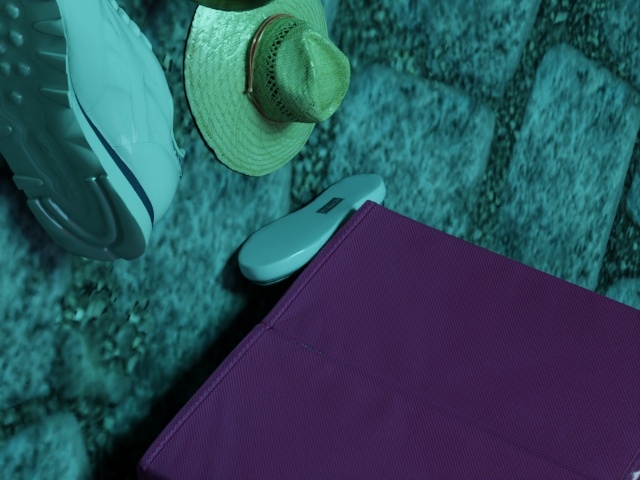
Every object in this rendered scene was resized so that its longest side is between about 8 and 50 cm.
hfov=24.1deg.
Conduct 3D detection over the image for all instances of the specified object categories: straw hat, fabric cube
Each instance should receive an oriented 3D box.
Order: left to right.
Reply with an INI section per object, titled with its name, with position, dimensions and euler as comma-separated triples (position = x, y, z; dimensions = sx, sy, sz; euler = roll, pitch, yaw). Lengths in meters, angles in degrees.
[straw hat]
position = -0.015, -0.107, 0.946
dimensions = 0.144, 0.061, 0.144
euler = -19, 115, -46
[fabric cube]
position = 0.082, 0.177, 0.957
dimensions = 0.259, 0.258, 0.254
euler = -48, 146, -29

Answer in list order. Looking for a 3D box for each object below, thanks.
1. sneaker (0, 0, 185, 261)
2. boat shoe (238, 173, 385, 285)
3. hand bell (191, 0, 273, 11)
[sneaker]
position = -0.137, -0.101, 0.796
dimensions = 0.095, 0.090, 0.235
euler = -58, 143, -40
[boat shoe]
position = 0.000, 0.000, 1.007
dimensions = 0.142, 0.049, 0.040
euler = -35, 126, -42
[hand bell]
position = -0.004, -0.240, 0.906
dimensions = 0.242, 0.126, 0.126
euler = -45, 133, -48
